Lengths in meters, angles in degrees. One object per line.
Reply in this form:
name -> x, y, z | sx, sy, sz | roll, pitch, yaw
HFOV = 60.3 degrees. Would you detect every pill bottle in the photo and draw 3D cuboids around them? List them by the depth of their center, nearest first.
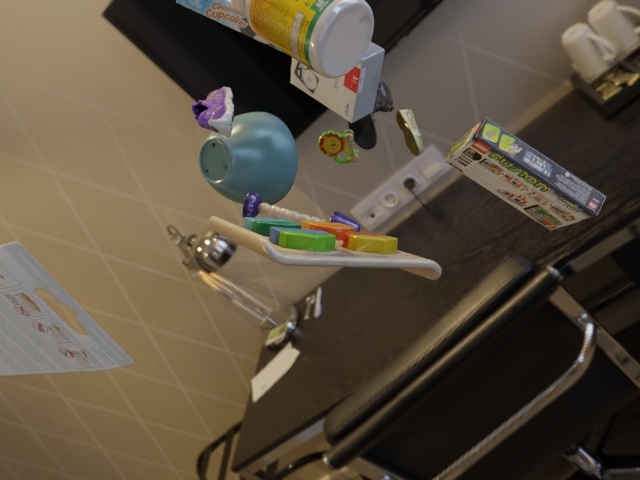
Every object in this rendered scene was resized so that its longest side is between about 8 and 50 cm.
pill bottle -> -0.034, -0.333, 0.802 | 0.118, 0.208, 0.117 | -36, -30, -25

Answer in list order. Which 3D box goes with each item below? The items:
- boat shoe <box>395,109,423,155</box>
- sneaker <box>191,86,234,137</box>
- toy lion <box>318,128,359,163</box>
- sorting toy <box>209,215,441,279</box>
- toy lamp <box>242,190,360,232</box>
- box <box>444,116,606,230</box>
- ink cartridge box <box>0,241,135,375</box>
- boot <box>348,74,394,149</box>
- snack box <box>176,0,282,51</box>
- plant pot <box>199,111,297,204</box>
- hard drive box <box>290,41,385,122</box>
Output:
boat shoe -> 0.259, -0.304, 1.538 | 0.056, 0.048, 0.153 | 104, 149, -57
sneaker -> -0.194, -0.238, 0.981 | 0.170, 0.071, 0.068 | -116, 38, -61
toy lion -> 0.045, -0.241, 1.426 | 0.096, 0.100, 0.034 | -12, 38, 13
sorting toy -> 0.000, 0.000, 0.612 | 0.193, 0.208, 0.038 | 19, 100, 62
toy lamp -> -0.044, -0.051, 1.294 | 0.080, 0.275, 0.080 | 16, -90, -82
box -> 0.298, -0.093, 0.820 | 0.036, 0.207, 0.114 | -58, 4, -14
ink cartridge box -> -0.547, 0.116, 1.000 | 0.385, 0.308, 0.091 | -10, 37, 26
boot -> 0.173, -0.426, 1.766 | 0.091, 0.262, 0.229 | -14, 3, 38
snack box -> -0.147, -0.522, 1.210 | 0.060, 0.322, 0.187 | -47, 37, 41
plant pot -> -0.241, -0.237, 1.627 | 0.290, 0.290, 0.195 | -35, -13, 35
hard drive box -> 0.037, -0.441, 1.404 | 0.089, 0.232, 0.181 | -35, -30, -32
